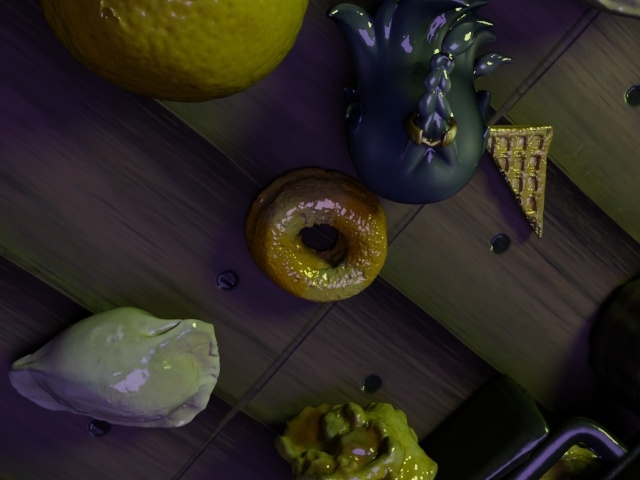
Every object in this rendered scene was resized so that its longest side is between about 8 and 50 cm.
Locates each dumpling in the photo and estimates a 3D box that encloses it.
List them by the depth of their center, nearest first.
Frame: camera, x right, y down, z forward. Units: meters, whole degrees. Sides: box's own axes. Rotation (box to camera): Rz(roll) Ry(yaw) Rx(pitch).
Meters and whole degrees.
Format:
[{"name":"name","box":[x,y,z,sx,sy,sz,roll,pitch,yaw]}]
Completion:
[{"name":"dumpling","box":[-0.233,0.168,1.210,0.252,0.131,0.179,-15,138,3]}]

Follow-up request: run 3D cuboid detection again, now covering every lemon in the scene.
[{"name":"lemon","box":[-0.142,-0.255,0.990,0.267,0.267,0.267,-5,112,-12]}]

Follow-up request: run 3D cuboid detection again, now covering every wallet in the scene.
[{"name":"wallet","box":[0.182,0.286,1.326,0.245,0.168,0.052,-41,105,6]}]

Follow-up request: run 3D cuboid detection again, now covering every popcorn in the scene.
[{"name":"popcorn","box":[0.046,0.281,1.284,0.198,0.197,0.155,-12,113,-9]}]

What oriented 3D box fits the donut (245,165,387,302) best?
[{"name":"donut","box":[0.000,0.000,1.224,0.178,0.065,0.162,21,105,-21]}]

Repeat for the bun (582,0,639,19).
[{"name":"bun","box":[0.354,-0.423,1.069,0.364,0.202,0.364,-4,117,-7]}]

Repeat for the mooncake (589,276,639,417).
[{"name":"mooncake","box":[0.487,0.150,1.370,0.228,0.124,0.228,-5,113,-13]}]

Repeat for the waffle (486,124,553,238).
[{"name":"waffle","box":[0.237,-0.071,1.276,0.097,0.023,0.152,-5,113,-10]}]

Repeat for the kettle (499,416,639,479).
[{"name":"kettle","box":[0.363,0.374,1.251,0.308,0.203,0.262,-42,115,6]}]

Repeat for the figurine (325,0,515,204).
[{"name":"figurine","box":[0.107,-0.171,1.134,0.175,0.197,0.265,1,120,25]}]

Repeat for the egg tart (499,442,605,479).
[{"name":"egg tart","box":[0.296,0.407,1.419,0.345,0.132,0.345,-5,113,-12]}]
